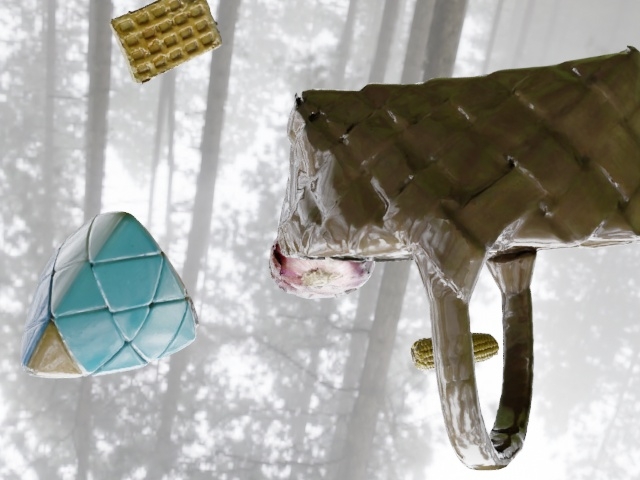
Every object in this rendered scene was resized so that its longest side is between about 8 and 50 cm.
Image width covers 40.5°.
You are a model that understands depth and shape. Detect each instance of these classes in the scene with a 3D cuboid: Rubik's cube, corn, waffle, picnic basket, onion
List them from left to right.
[{"bbox_3d":[-0.295,0.073,1.132,0.254,0.254,0.254,8,-155,-4],"label":"Rubik's cube"},{"bbox_3d":[-0.194,-0.265,1.104,0.135,0.092,0.021,-34,-149,-24],"label":"waffle"},{"bbox_3d":[0.000,0.000,1.171,0.150,0.150,0.140,5,-129,-9],"label":"onion"},{"bbox_3d":[0.141,0.116,0.916,0.092,0.037,0.037,-6,-154,-3],"label":"corn"},{"bbox_3d":[0.137,0.030,0.715,0.337,0.337,0.293,20,-174,22],"label":"picnic basket"}]
